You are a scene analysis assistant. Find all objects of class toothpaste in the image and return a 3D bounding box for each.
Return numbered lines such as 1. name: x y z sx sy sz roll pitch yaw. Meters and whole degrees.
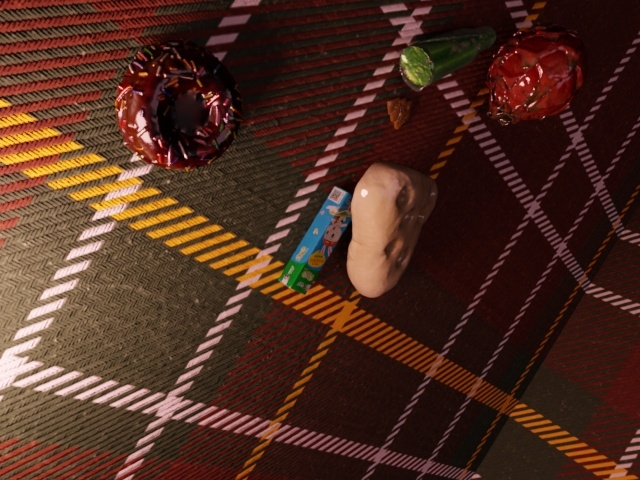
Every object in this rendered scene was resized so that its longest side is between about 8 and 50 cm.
1. toothpaste: 0.000 0.000 1.334 0.065 0.050 0.266 32 90 -49

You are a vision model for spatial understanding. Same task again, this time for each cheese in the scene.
1. cheese: 0.146 -0.033 1.347 0.350 0.130 0.328 -62 154 2

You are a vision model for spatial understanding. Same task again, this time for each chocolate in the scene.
1. chocolate: 0.321 -0.461 1.349 0.291 0.110 0.110 -31 129 -30

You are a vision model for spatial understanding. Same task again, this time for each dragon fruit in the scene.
1. dragon fruit: 0.569 -0.436 1.485 0.244 0.244 0.298 24 111 -46

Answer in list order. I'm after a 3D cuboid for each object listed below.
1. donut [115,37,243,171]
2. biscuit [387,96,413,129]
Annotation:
1. donut: -0.239 -0.229 0.976 0.235 0.089 0.234 -20 125 -32
2. biscuit: 0.194 -0.321 1.364 0.092 0.016 0.082 29 91 -47
